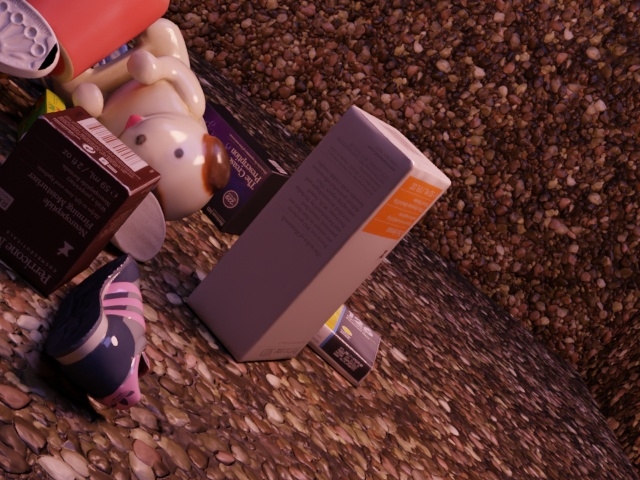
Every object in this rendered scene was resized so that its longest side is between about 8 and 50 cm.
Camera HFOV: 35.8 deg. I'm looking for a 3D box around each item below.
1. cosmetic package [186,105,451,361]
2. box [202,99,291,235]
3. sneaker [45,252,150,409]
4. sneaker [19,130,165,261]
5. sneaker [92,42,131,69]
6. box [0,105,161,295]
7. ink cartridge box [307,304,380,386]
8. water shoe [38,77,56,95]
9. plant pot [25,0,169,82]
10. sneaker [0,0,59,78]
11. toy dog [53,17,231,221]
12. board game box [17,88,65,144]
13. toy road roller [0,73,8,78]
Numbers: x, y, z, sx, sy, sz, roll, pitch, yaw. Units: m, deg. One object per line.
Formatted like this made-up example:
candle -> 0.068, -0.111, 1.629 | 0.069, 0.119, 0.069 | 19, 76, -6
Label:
cosmetic package -> 0.000, 0.000, 1.752 | 0.161, 0.453, 0.230 | 46, 14, 20
box -> -0.224, -0.167, 2.265 | 0.261, 0.184, 0.103 | 46, 16, 22
sneaker -> -0.286, 0.124, 1.357 | 0.131, 0.112, 0.319 | 55, 11, -18
sneaker -> -0.387, -0.085, 1.680 | 0.169, 0.108, 0.292 | 22, -24, 37
sneaker -> -0.417, -0.400, 2.556 | 0.330, 0.147, 0.130 | 34, 15, -31
box -> -0.371, -0.062, 1.442 | 0.168, 0.203, 0.167 | 40, 13, -4
ink cartridge box -> -0.002, 0.149, 2.132 | 0.303, 0.072, 0.307 | 41, 15, -2
water shoe -> -0.558, -0.342, 2.171 | 0.080, 0.073, 0.203 | 24, -2, 32
plant pot -> -0.459, -0.442, 1.842 | 0.275, 0.243, 0.275 | 28, -26, 16
sneaker -> -0.591, -0.351, 1.754 | 0.322, 0.130, 0.236 | 28, -17, 2
toy dog -> -0.334, -0.187, 1.940 | 0.408, 0.284, 0.395 | -121, -169, -56
board game box -> -0.496, -0.193, 1.763 | 0.043, 0.092, 0.181 | 35, 14, -30
toy road roller -> -0.656, -0.469, 2.000 | 0.241, 0.202, 0.329 | 51, 15, -15
